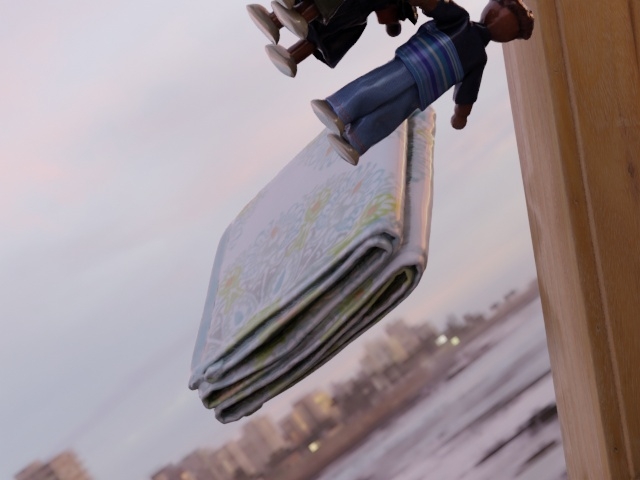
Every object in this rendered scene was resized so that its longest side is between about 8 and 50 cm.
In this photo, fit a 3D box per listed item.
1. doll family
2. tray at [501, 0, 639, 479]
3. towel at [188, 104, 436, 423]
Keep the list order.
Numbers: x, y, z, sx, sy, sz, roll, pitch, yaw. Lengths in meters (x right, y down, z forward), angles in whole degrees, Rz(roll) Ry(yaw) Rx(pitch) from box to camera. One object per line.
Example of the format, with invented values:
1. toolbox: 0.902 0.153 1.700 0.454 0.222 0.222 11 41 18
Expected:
1. doll family: 0.028 -0.118 0.627 0.111 0.076 0.193 -38 -32 -11
2. tray: 0.258 -0.027 1.049 0.202 0.411 0.076 -5 -7 -17
3. towel: 0.000 0.000 1.578 0.320 0.090 0.374 -40 23 28
